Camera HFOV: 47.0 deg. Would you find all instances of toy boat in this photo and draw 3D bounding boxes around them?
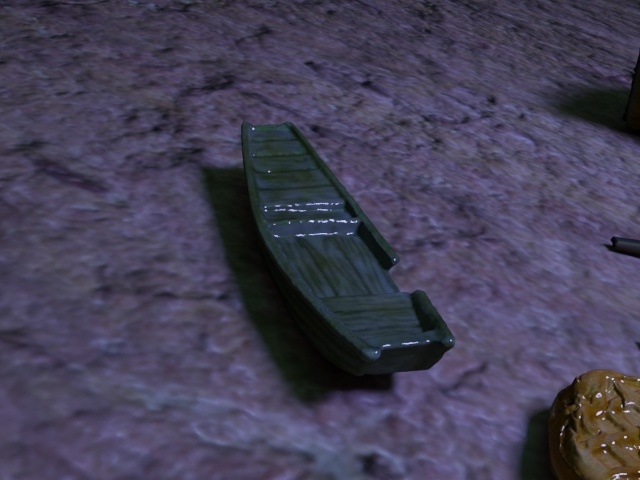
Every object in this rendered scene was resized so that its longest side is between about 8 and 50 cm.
[{"bbox_3d":[0.000,0.000,0.535,0.093,0.055,0.293,-3,35,-22],"label":"toy boat"}]

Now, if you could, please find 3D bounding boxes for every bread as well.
[{"bbox_3d":[0.171,0.118,0.416,0.083,0.044,0.110,16,34,9],"label":"bread"}]

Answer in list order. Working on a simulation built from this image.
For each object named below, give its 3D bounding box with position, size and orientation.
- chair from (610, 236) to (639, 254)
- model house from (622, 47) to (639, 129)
[{"bbox_3d":[0.391,0.007,0.557,0.272,0.166,0.188,11,31,6],"label":"chair"},{"bbox_3d":[0.531,-0.191,0.920,0.239,0.173,0.268,30,38,28],"label":"model house"}]
